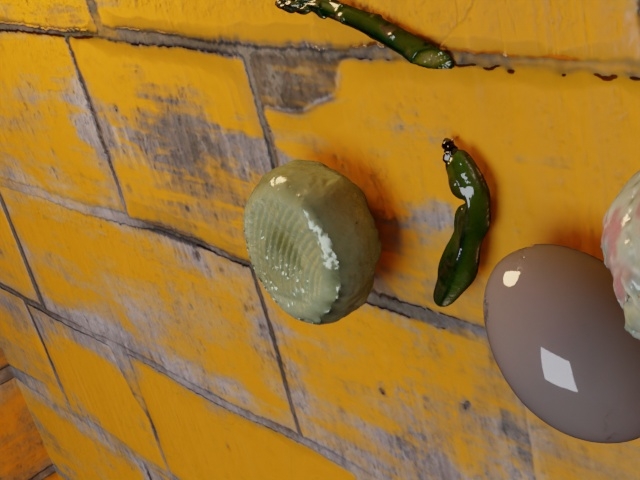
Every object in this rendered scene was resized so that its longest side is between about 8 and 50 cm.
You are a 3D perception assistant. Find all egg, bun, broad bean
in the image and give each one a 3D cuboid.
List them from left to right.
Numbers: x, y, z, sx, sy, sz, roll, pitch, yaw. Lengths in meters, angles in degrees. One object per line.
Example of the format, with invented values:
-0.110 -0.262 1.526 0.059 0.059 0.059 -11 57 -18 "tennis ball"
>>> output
0.000 0.000 1.108 0.195 0.118 0.195 29 131 39 "bun"
0.147 -0.008 0.974 0.061 0.046 0.195 36 138 48 "broad bean"
0.231 0.090 0.854 0.198 0.146 0.146 55 147 14 "egg"

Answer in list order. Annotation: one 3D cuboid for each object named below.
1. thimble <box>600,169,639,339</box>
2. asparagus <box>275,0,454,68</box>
0.300 -0.002 0.632 0.185 0.211 0.149 63 152 16 "thimble"
0.037 -0.219 0.961 0.236 0.027 0.034 31 128 34 "asparagus"
